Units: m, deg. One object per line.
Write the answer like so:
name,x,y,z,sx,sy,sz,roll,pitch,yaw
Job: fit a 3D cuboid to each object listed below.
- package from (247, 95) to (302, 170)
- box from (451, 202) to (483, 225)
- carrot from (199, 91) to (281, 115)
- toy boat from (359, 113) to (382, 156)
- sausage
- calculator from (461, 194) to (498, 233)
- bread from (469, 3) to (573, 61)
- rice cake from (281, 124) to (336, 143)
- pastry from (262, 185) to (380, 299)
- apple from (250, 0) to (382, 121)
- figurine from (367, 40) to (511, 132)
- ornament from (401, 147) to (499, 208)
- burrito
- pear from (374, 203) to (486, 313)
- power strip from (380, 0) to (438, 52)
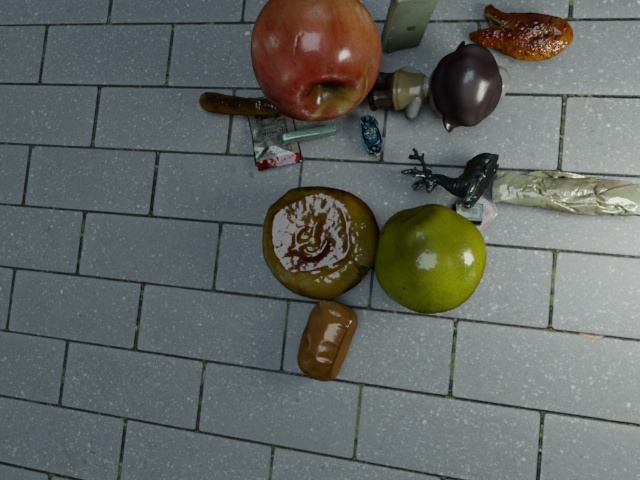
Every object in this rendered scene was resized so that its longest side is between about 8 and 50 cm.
package,-0.153,-0.346,1.383,0.154,0.030,0.239,-12,81,11
box,0.406,-0.074,1.208,0.085,0.063,0.060,4,88,13
carrot,-0.236,-0.424,1.376,0.314,0.066,0.066,10,88,17
toy boat,0.153,-0.313,1.308,0.060,0.061,0.137,-13,84,10
sausage,0.018,0.290,1.261,0.136,0.120,0.241,17,90,26
calculator,0.423,-0.054,1.253,0.100,0.032,0.175,44,95,11
bread,0.565,-0.588,1.234,0.269,0.095,0.139,26,84,15
rice cake,-0.035,-0.327,1.346,0.171,0.033,0.029,-11,78,-1
pastry,0.000,0.000,1.266,0.356,0.164,0.355,0,89,8
apple,-0.015,-0.521,1.201,0.364,0.364,0.363,-1,86,11
figurine,0.330,-0.418,1.249,0.365,0.206,0.218,-1,62,35
ornament,0.355,-0.203,1.233,0.236,0.080,0.202,24,63,32
burrito,0.670,-0.131,1.186,0.392,0.076,0.117,7,76,13
pear,0.287,0.055,1.152,0.294,0.294,0.294,-1,86,11
power strip,0.243,-0.613,1.214,0.118,0.270,0.046,-8,84,-2
